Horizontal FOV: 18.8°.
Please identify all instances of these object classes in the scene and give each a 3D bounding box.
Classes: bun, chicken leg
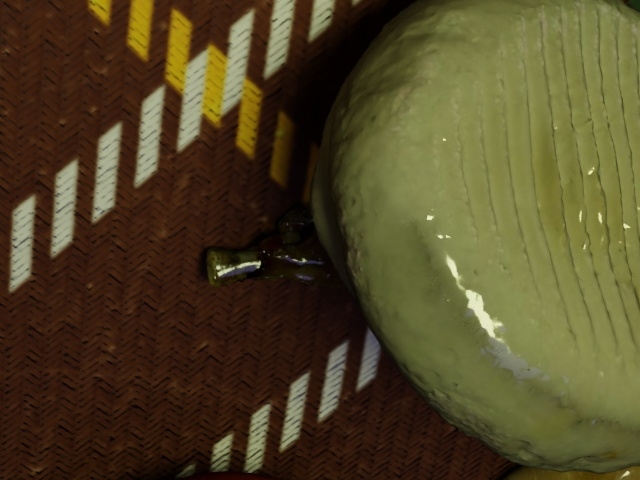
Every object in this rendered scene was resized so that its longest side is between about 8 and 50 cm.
[{"bbox_3d":[0.142,-0.009,1.357,0.365,0.365,0.219,14,155,-29],"label":"bun"},{"bbox_3d":[0.000,0.000,1.466,0.178,0.070,0.093,-11,124,-1],"label":"chicken leg"}]

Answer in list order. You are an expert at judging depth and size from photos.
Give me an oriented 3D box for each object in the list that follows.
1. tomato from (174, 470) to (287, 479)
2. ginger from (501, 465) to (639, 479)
[{"bbox_3d":[-0.072,0.344,1.534,0.321,0.321,0.322,-11,129,-13],"label":"tomato"},{"bbox_3d":[0.288,0.116,1.626,0.348,0.122,0.363,-14,120,0],"label":"ginger"}]
